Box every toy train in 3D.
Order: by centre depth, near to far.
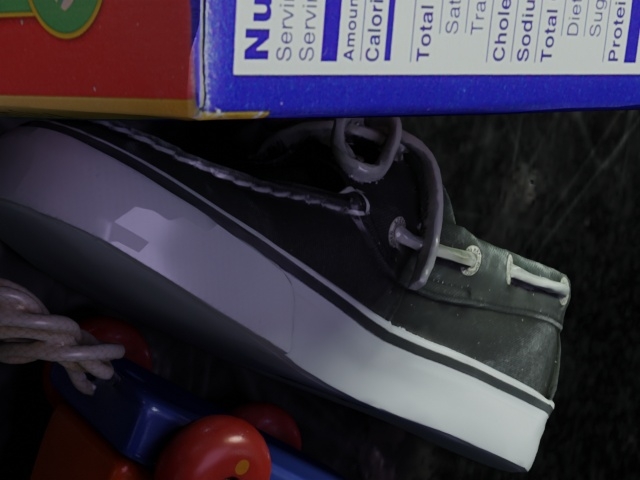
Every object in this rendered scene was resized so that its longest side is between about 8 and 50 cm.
[{"bbox_3d":[-0.088,0.104,0.648,0.248,0.105,0.143,33,90,-41],"label":"toy train"}]

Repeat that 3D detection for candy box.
[{"bbox_3d":[0.004,-0.099,0.565,0.317,0.268,0.122,-4,98,-41],"label":"candy box"}]

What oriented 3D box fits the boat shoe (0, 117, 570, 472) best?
[{"bbox_3d":[0.003,0.001,0.690,0.306,0.113,0.105,27,80,-44],"label":"boat shoe"}]
